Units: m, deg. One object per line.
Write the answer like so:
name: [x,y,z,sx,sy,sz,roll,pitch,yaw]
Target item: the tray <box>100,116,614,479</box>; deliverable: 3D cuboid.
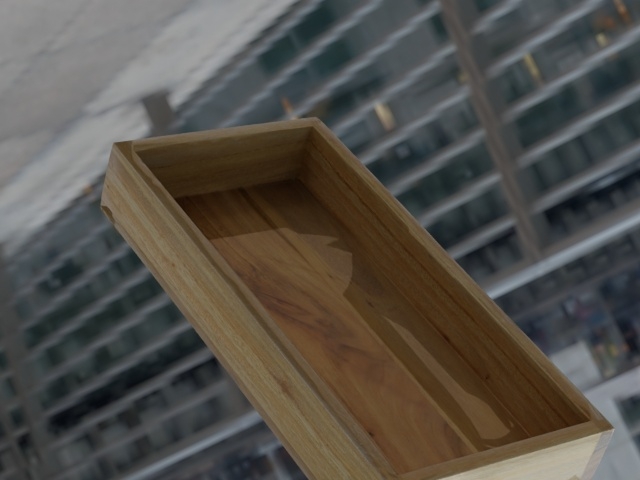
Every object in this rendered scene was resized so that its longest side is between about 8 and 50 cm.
tray: [0.015,0.056,1.299,0.203,0.411,0.076,-10,132,-34]
